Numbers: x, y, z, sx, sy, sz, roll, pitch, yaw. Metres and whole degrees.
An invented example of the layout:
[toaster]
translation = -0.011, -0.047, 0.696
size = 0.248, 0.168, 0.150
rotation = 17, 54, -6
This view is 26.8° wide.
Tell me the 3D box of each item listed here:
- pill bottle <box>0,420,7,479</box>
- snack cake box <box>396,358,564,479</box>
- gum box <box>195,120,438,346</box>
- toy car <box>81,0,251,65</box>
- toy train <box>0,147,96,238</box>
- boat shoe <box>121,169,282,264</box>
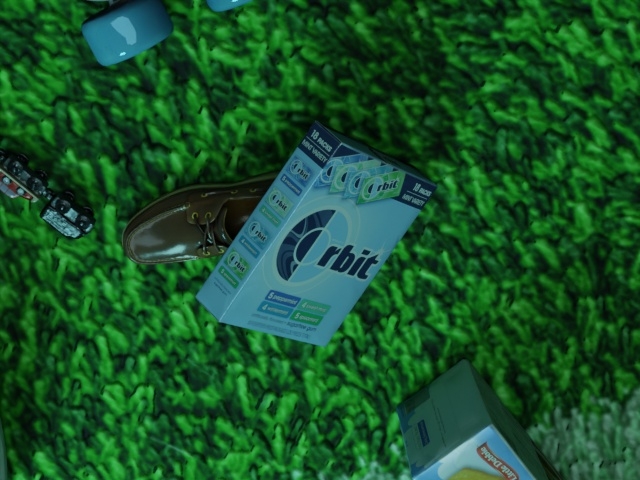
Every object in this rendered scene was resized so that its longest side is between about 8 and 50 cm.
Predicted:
[pill bottle]
translation = -0.449, 0.221, 1.181
size = 0.323, 0.181, 0.181
rotation = -2, 107, -4
[snack cake box]
translation = 0.186, 0.255, 1.249
size = 0.089, 0.152, 0.264
rotation = -37, 105, 8
[gum box]
translation = 0.000, 0.000, 1.170
size = 0.157, 0.041, 0.184
rotation = 20, 108, -52
[toy car]
translation = -0.146, -0.253, 1.029
size = 0.210, 0.238, 0.219
rotation = -24, 107, 4
[toy train]
translation = -0.269, -0.055, 1.192
size = 0.158, 0.027, 0.036
rotation = 40, 111, -14
[boat shoe]
translation = -0.093, -0.017, 1.196
size = 0.178, 0.060, 0.064
rotation = -15, 107, 1
